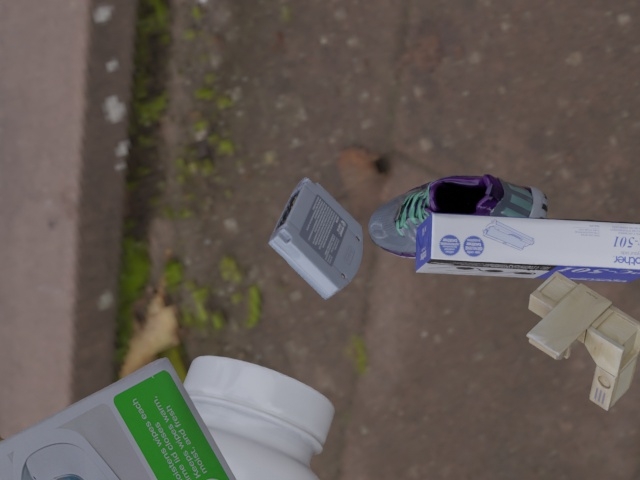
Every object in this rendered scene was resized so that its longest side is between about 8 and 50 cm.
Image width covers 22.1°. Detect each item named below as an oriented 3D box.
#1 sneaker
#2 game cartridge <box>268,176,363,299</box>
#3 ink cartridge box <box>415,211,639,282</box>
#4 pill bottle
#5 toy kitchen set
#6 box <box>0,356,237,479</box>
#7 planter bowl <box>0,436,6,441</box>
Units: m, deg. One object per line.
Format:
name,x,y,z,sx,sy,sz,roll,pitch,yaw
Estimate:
sneaker,0.117,-0.038,1.643,0.223,0.098,0.083,-8,65,44
game cartridge,0.000,0.000,0.962,0.056,0.083,0.017,42,117,-9
ink cartridge box,0.196,0.008,1.496,0.097,0.207,0.046,122,151,-81
pill bottle,-0.067,0.182,0.944,0.121,0.121,0.216,-4,61,49
toy kitchen set,0.188,0.085,1.239,0.083,0.068,0.075,34,145,27
box,-0.184,0.187,0.692,0.262,0.231,0.127,-32,87,35
planter bowl,-0.249,0.162,1.014,0.217,0.217,0.090,-14,75,50
